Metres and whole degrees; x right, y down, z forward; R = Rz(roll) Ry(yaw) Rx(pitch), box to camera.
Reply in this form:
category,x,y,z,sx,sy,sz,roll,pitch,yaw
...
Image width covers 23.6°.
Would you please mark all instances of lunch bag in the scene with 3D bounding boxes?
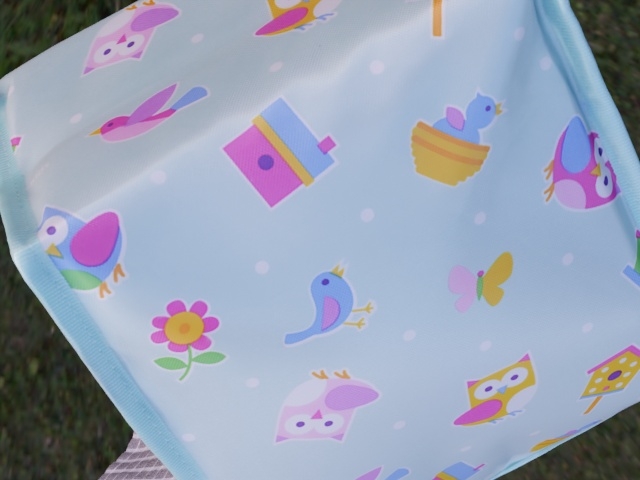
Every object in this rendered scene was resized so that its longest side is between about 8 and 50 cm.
category,x,y,z,sx,sy,sz,roll,pitch,yaw
lunch bag,0.020,0.012,0.619,0.223,0.160,0.262,-30,127,-1

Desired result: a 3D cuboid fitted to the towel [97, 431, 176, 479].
category,x,y,z,sx,sy,sz,roll,pitch,yaw
towel,-0.096,0.192,1.551,0.121,0.283,0.235,35,58,-30
